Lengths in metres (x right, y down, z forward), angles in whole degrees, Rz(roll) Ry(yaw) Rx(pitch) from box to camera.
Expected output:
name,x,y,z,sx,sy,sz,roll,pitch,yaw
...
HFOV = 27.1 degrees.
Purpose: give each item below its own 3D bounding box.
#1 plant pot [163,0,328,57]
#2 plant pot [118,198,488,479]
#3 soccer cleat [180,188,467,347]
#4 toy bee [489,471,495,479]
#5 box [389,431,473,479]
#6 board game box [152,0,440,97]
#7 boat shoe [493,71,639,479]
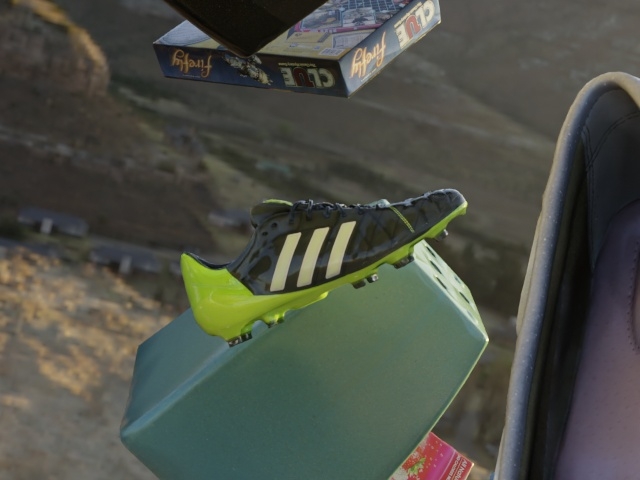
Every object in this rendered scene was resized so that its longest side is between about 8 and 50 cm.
name,x,y,z,sx,sy,sz,roll,pitch,yaw
plant pot,-0.065,-0.257,1.030,0.167,0.187,0.188,51,6,-31
plant pot,-0.001,0.094,0.990,0.166,0.234,0.165,47,12,-16
soccer cleat,0.000,0.000,0.799,0.179,0.072,0.060,-25,-3,3
toy bee,0.278,0.313,1.625,0.162,0.195,0.298,0,-4,-29
box,0.029,0.299,1.321,0.128,0.257,0.122,37,-33,-5
board game box,-0.025,-0.209,1.328,0.243,0.042,0.165,12,41,38
boat shoe,0.107,0.075,0.462,0.118,0.320,0.103,-18,-52,37
